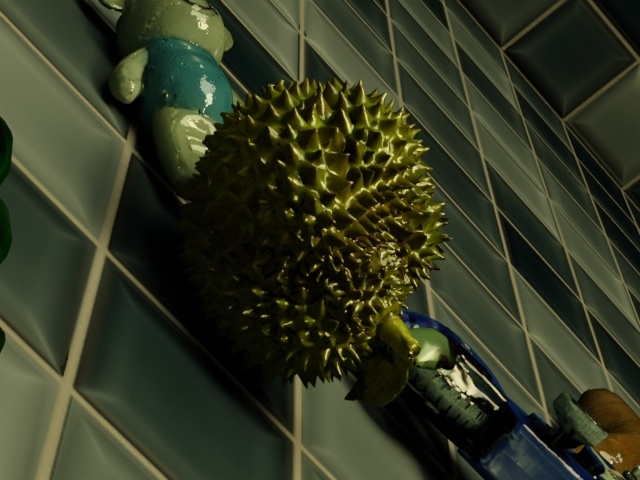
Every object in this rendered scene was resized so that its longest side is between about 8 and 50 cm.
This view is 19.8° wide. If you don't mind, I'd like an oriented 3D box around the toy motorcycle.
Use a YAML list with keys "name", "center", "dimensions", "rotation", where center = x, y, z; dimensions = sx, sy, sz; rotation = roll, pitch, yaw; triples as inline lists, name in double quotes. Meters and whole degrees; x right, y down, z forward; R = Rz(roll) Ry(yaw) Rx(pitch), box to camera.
- name: "toy motorcycle"
  center: [0.154, 0.165, 1.271]
  dimensions: [0.315, 0.113, 0.169]
  rotation: [44, 3, 6]

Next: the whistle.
- name: "whistle"
  center: [-0.094, -0.109, 1.244]
  dimensions: [0.114, 0.077, 0.235]
  rotation: [21, 31, -27]

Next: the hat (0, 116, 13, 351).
- name: "hat"
  center: [-0.219, -0.039, 0.507]
  dimensions: [0.332, 0.242, 0.274]
  rotation: [-166, -122, -77]

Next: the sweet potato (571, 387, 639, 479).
- name: "sweet potato"
  center: [0.230, 0.185, 1.516]
  dimensions: [0.108, 0.079, 0.346]
  rotation: [25, 10, 16]

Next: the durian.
- name: "durian"
  center: [-0.013, -0.001, 1.081]
  dimensions: [0.146, 0.159, 0.198]
  rotation: [22, 64, -44]
